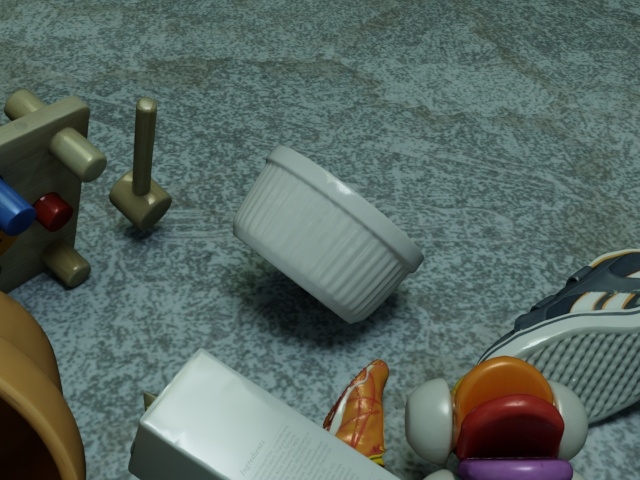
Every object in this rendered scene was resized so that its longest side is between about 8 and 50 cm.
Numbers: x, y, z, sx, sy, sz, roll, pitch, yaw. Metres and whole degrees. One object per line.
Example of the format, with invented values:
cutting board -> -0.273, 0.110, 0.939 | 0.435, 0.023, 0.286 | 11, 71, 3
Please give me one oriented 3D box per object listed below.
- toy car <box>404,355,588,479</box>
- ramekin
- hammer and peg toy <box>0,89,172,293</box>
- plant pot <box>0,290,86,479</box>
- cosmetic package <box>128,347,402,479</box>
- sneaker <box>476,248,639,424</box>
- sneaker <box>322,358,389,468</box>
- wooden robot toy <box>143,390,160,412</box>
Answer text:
toy car -> 0.158, 0.186, 0.698 | 0.159, 0.136, 0.182 | 1, 67, -4
ramekin -> 0.000, 0.000, 0.913 | 0.207, 0.207, 0.109 | 36, 86, 36
hammer and peg toy -> -0.321, -0.041, 0.897 | 0.127, 0.266, 0.361 | 40, 49, 14
plant pot -> -0.324, 0.155, 0.650 | 0.291, 0.291, 0.203 | -4, 21, -8
cosmetic package -> -0.032, 0.196, 0.655 | 0.231, 0.117, 0.085 | 34, 53, 4
sneaker -> 0.291, 0.097, 0.862 | 0.321, 0.126, 0.127 | -15, 27, -11
sneaker -> 0.035, 0.186, 0.794 | 0.067, 0.064, 0.175 | 29, 46, 2
wooden robot toy -> -0.095, 0.189, 0.766 | 0.079, 0.076, 0.173 | -13, 39, -36
